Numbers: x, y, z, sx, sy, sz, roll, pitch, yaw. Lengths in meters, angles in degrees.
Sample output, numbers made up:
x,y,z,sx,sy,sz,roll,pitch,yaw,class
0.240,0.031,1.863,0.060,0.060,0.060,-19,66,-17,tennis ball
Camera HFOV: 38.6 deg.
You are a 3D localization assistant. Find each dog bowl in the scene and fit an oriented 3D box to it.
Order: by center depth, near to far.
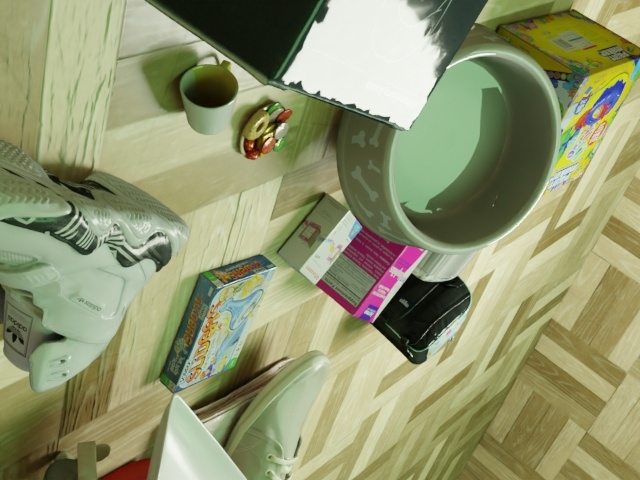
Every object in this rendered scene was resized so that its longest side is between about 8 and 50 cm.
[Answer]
x,y,z,sx,sy,sz,roll,pitch,yaw,class
0.198,-0.137,1.321,0.348,0.102,0.349,-11,114,-25,dog bowl

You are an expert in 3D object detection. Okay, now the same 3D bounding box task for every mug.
x,y,z,sx,sy,sz,roll,pitch,yaw,class
-0.116,-0.151,0.998,0.078,0.062,0.064,-32,158,-24,mug

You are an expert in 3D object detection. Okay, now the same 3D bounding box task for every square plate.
x,y,z,sx,sy,sz,roll,pitch,yaw,class
-0.166,0.440,1.218,0.344,0.049,0.347,-83,155,-43,square plate

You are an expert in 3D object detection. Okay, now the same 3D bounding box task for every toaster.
x,y,z,sx,sy,sz,roll,pitch,yaw,class
0.228,-0.009,1.725,0.146,0.129,0.227,-57,157,17,toaster

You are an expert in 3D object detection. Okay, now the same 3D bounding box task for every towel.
x,y,z,sx,sy,sz,roll,pitch,yaw,class
-0.179,0.383,1.640,0.317,0.053,0.332,-19,140,-50,towel

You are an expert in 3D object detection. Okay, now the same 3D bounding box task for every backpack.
x,y,z,sx,sy,sz,roll,pitch,yaw,class
0.207,0.141,1.849,0.188,0.166,0.144,-43,156,-12,backpack

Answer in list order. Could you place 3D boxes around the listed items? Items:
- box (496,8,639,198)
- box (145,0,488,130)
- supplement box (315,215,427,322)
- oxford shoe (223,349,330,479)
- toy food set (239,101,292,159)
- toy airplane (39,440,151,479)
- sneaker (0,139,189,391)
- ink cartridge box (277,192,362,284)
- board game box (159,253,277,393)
x,y,z,sx,sy,sz,roll,pitch,yaw,class
0.403,-0.240,1.655,0.290,0.177,0.279,-25,145,-46,box
0.052,-0.335,0.848,0.396,0.212,0.293,-59,156,13,box
0.098,0.017,1.550,0.220,0.114,0.111,-52,157,5,supplement box
-0.100,0.389,1.576,0.449,0.130,0.169,-57,153,7,oxford shoe
-0.068,-0.137,1.147,0.082,0.020,0.083,-33,150,-37,toy food set
-0.321,0.479,1.253,0.384,0.272,0.386,87,12,-73,toy airplane
-0.278,0.033,0.864,0.210,0.137,0.366,-58,159,7,sneaker
0.000,0.000,1.422,0.122,0.052,0.088,-49,156,-2,ink cartridge box
-0.151,0.122,1.345,0.136,0.035,0.201,-19,140,-51,board game box
